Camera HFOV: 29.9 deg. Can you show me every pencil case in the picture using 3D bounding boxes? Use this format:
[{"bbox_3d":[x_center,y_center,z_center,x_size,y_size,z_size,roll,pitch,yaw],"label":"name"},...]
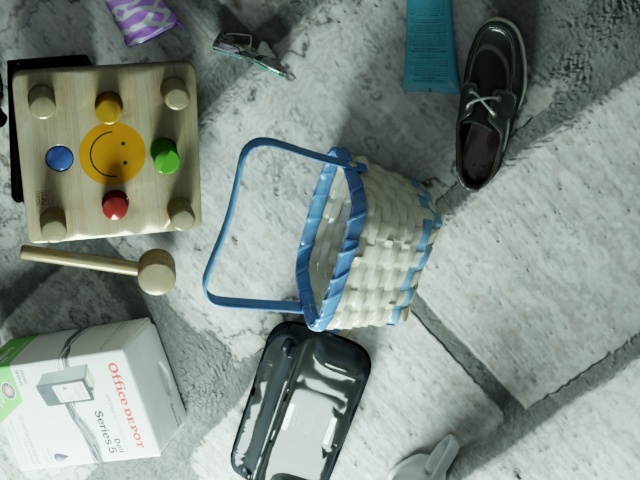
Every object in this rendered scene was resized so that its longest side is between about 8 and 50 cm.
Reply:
[{"bbox_3d":[-0.273,-0.372,1.667,0.088,0.086,0.206,-25,106,-3],"label":"pencil case"}]

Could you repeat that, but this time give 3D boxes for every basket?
[{"bbox_3d":[0.000,0.000,1.653,0.289,0.201,0.255,10,118,-22],"label":"basket"}]

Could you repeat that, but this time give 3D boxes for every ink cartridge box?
[{"bbox_3d":[-0.383,0.251,1.945,0.273,0.115,0.198,-10,109,21],"label":"ink cartridge box"}]

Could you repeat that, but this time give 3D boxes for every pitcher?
[{"bbox_3d":[0.142,0.392,1.792,0.125,0.207,0.178,33,117,1],"label":"pitcher"}]

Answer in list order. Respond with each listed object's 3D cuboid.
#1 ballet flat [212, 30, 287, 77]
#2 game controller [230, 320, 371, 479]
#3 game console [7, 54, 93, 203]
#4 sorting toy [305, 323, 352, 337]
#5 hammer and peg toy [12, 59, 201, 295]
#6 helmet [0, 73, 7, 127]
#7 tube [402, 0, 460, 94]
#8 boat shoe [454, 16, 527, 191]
[{"bbox_3d":[-0.095,-0.266,1.680,0.114,0.041,0.041,22,117,6],"label":"ballet flat"},{"bbox_3d":[-0.034,0.272,1.878,0.166,0.067,0.319,15,121,-6],"label":"game controller"},{"bbox_3d":[-0.489,-0.151,1.714,0.044,0.361,0.213,37,129,50],"label":"game console"},{"bbox_3d":[0.002,0.147,1.839,0.062,0.012,0.083,38,118,-1],"label":"sorting toy"},{"bbox_3d":[-0.304,-0.074,1.721,0.266,0.127,0.361,-5,114,-13],"label":"hammer and peg toy"},{"bbox_3d":[-0.561,-0.220,1.783,0.161,0.169,0.169,-4,112,1],"label":"helmet"},{"bbox_3d":[0.145,-0.292,1.590,0.080,0.052,0.207,7,120,21],"label":"tube"},{"bbox_3d":[0.224,-0.178,1.596,0.084,0.079,0.233,13,114,13],"label":"boat shoe"}]
